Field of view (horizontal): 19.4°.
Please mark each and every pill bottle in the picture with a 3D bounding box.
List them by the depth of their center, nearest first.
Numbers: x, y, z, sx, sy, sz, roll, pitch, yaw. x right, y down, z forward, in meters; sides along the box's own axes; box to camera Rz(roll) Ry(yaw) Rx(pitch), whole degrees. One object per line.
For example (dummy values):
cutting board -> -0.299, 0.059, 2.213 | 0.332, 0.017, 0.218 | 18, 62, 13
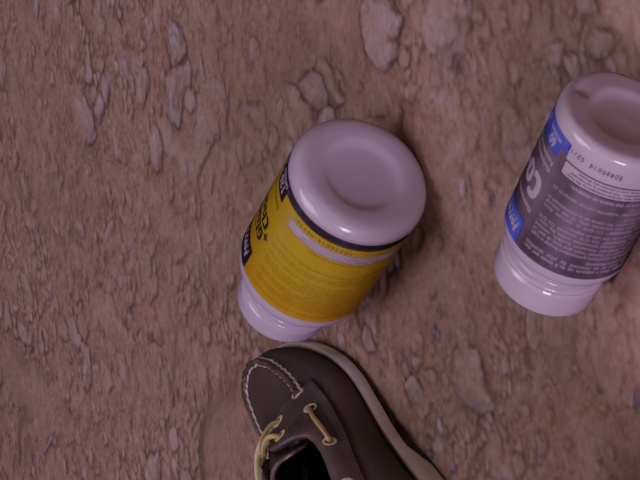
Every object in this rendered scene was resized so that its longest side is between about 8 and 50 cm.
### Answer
pill bottle -> 0.151, -0.024, 1.078 | 0.078, 0.078, 0.137 | 63, 148, 35
pill bottle -> 0.000, 0.000, 1.365 | 0.184, 0.103, 0.103 | -58, 47, 53

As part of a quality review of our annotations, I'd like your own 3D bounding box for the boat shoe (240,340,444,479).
boat shoe -> 0.004, 0.170, 1.417 | 0.305, 0.091, 0.109 | 45, 136, 51
